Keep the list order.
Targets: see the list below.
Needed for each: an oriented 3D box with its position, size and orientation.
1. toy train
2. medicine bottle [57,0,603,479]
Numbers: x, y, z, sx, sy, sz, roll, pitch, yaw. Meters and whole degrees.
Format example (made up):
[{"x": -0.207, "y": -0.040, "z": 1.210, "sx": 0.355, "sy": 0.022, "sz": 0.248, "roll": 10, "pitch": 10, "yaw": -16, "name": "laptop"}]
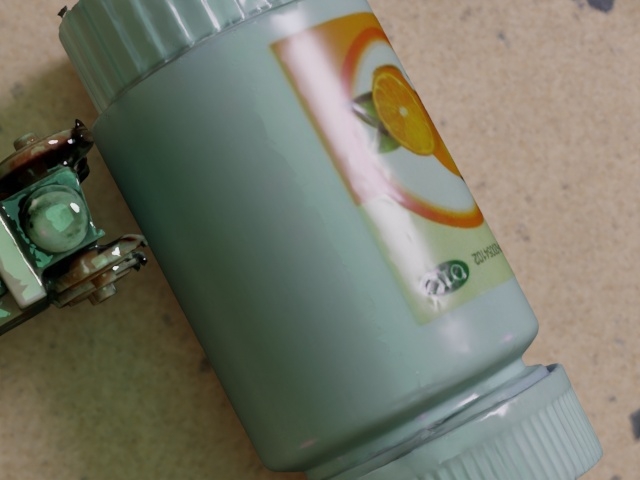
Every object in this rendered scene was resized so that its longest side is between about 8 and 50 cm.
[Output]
[{"x": -0.150, "y": 0.010, "z": 0.822, "sx": 0.125, "sy": 0.194, "sz": 0.080, "roll": -31, "pitch": 91, "yaw": -10, "name": "toy train"}, {"x": 0.000, "y": 0.000, "z": 0.872, "sx": 0.158, "sy": 0.158, "sz": 0.318, "roll": -27, "pitch": 87, "yaw": -15, "name": "medicine bottle"}]
